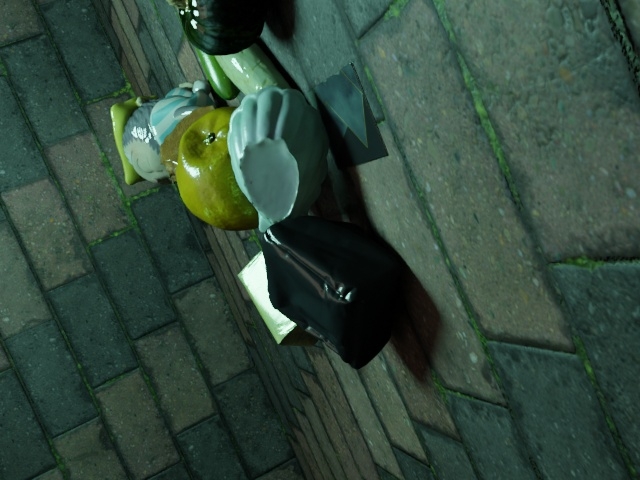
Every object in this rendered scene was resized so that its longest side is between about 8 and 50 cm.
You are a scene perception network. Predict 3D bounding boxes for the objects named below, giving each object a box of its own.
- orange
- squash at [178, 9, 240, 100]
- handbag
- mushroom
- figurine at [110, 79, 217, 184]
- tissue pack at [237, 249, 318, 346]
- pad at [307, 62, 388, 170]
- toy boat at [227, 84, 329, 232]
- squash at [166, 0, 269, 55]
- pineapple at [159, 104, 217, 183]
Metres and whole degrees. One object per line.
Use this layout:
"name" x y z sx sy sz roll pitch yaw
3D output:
"orange" -0.179 -0.157 1.522 0.279 0.279 0.235 51 172 39
"squash" -0.256 -0.462 1.662 0.292 0.082 0.082 66 164 5
"handbag" 0.026 0.079 1.403 0.275 0.178 0.302 39 155 25
"mushroom" -0.141 -0.351 1.470 0.333 0.087 0.107 54 159 27
"figurine" -0.347 -0.308 1.995 0.378 0.361 0.266 6 130 31
"tissue pack" -0.085 0.148 1.828 0.159 0.125 0.234 17 -146 -55
"pad" 0.042 -0.209 1.246 0.163 0.004 0.243 67 164 -7
"toy boat" -0.085 -0.140 1.341 0.100 0.199 0.290 -64 -29 -62
"squash" -0.187 -0.450 1.306 0.218 0.172 0.218 30 137 33
"pineapple" -0.229 -0.160 1.809 0.357 0.223 0.223 47 179 -41
